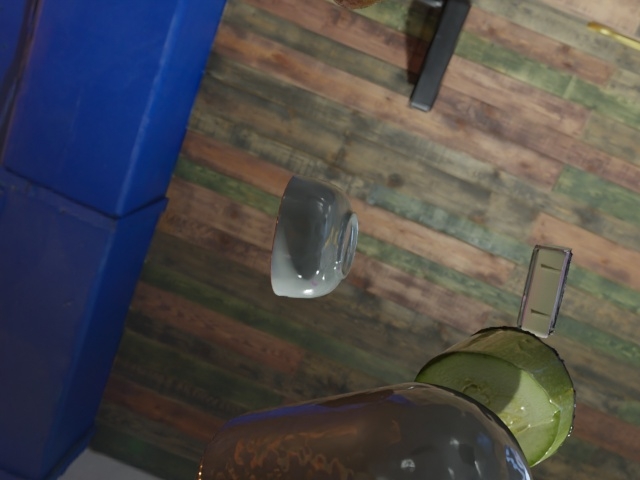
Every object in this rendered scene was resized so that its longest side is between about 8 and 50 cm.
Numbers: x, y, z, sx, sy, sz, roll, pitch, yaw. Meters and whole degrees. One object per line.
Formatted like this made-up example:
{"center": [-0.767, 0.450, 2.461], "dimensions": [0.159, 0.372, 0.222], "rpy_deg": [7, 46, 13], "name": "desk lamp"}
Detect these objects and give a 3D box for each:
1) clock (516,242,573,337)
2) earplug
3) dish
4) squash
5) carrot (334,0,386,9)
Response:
{"center": [0.488, 0.105, 1.582], "dimensions": [0.071, 0.191, 0.147], "rpy_deg": [13, -173, 24], "name": "clock"}
{"center": [0.075, 0.344, 0.948], "dimensions": [0.313, 0.394, 0.312], "rpy_deg": [34, -135, -44], "name": "earplug"}
{"center": [0.000, 0.000, 1.380], "dimensions": [0.117, 0.256, 0.256], "rpy_deg": [9, -164, 14], "name": "dish"}
{"center": [0.256, 0.242, 1.063], "dimensions": [0.220, 0.220, 0.133], "rpy_deg": [31, -156, 24], "name": "squash"}
{"center": [0.109, -0.252, 0.591], "dimensions": [0.248, 0.059, 0.059], "rpy_deg": [-28, -141, -14], "name": "carrot"}
